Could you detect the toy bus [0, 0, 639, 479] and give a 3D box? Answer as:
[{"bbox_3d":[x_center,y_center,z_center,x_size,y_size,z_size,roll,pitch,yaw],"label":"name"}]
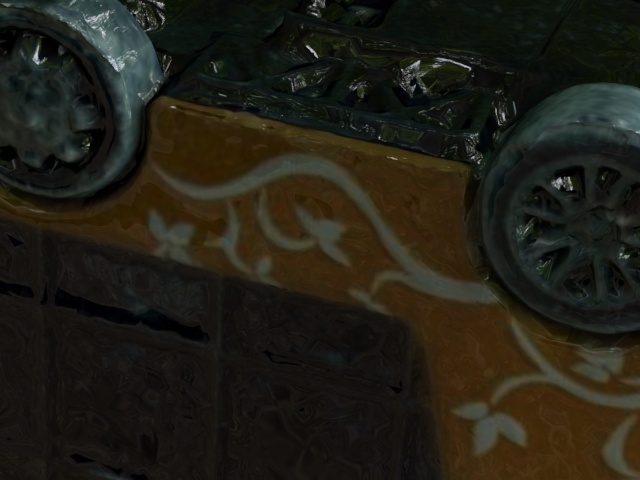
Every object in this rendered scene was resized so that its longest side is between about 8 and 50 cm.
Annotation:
[{"bbox_3d":[0.000,0.000,0.537,0.162,0.324,0.194,-54,153,-54],"label":"toy bus"}]
